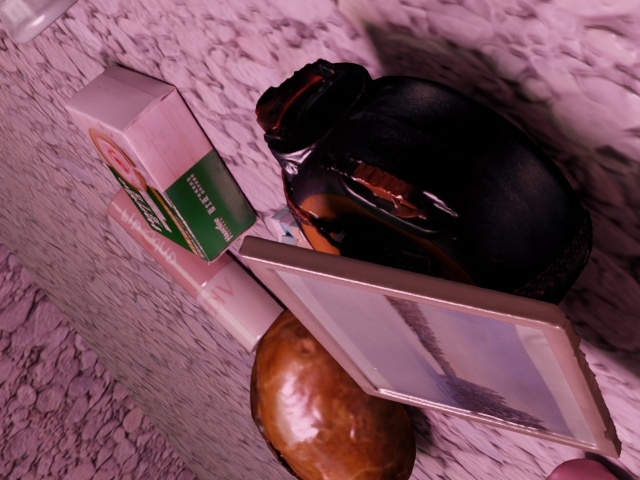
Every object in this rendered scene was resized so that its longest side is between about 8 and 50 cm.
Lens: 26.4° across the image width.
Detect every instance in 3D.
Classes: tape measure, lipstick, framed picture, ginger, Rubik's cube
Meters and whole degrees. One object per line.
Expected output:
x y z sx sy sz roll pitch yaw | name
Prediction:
0.072 -0.017 0.932 0.223 0.135 0.202 23 156 42 | tape measure
-0.153 0.027 1.693 0.254 0.070 0.070 44 163 8 | lipstick
0.087 0.080 0.937 0.213 0.016 0.289 13 161 23 | framed picture
0.021 0.215 1.553 0.321 0.165 0.172 62 -159 -45 | ginger
0.001 -0.002 1.243 0.073 0.084 0.075 59 176 -24 | Rubik's cube

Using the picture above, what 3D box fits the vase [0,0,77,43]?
-0.328 -0.319 1.211 0.299 0.143 0.143 49 163 -17 | vase

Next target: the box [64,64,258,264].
-0.169 -0.083 1.468 0.135 0.081 0.199 25 151 50 | box

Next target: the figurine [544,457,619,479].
0.238 0.229 1.226 0.071 0.067 0.083 29 150 -13 | figurine
